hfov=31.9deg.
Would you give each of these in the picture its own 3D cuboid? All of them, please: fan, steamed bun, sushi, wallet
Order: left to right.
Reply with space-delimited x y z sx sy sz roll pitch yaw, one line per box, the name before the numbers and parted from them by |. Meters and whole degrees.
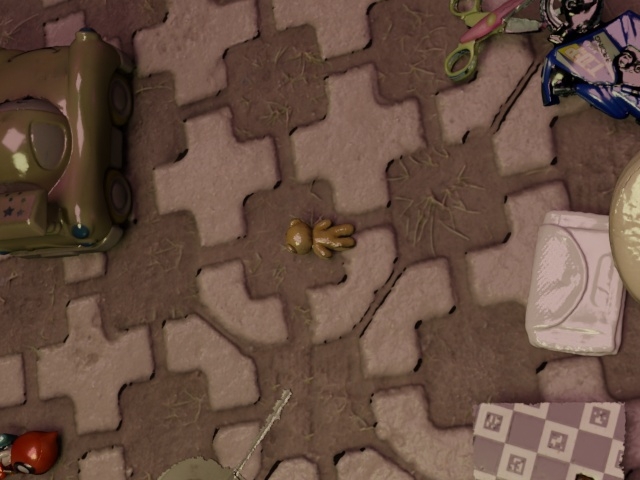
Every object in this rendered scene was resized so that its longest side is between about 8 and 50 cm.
fan | -0.134 0.347 1.595 0.190 0.009 0.329 38 96 25
sushi | 0.289 0.343 1.397 0.192 0.043 0.280 -3 79 23
wallet | 0.331 0.054 1.440 0.124 0.032 0.183 7 82 21
steamed bun | 0.440 -0.022 1.341 0.177 0.130 0.228 10 114 27

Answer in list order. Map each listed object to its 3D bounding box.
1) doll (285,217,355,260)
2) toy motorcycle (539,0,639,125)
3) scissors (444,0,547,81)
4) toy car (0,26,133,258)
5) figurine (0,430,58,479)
doll | -0.001 -0.003 1.580 0.093 0.051 0.062 -7 71 20
toy motorcycle | 0.390 -0.201 1.423 0.315 0.113 0.169 38 107 16
scissors | 0.233 -0.291 1.505 0.187 0.020 0.134 -7 76 53
toy car | -0.433 -0.150 1.695 0.242 0.226 0.336 -5 80 22
figurine | -0.459 0.327 1.709 0.140 0.068 0.075 -19 70 12
